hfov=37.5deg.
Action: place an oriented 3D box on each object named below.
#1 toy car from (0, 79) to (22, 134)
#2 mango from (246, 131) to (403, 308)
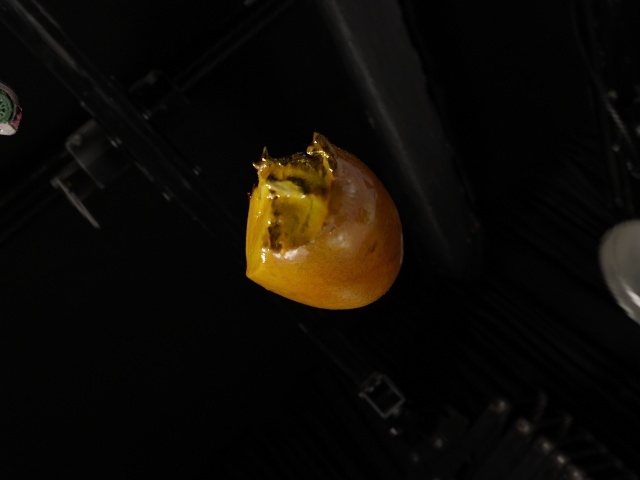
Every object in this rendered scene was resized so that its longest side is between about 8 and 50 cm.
[{"bbox_3d":[-0.272,-0.122,0.664,0.142,0.069,0.055,36,-111,-43],"label":"toy car"},{"bbox_3d":[0.000,0.000,0.868,0.252,0.154,0.126,71,-155,-71],"label":"mango"}]
